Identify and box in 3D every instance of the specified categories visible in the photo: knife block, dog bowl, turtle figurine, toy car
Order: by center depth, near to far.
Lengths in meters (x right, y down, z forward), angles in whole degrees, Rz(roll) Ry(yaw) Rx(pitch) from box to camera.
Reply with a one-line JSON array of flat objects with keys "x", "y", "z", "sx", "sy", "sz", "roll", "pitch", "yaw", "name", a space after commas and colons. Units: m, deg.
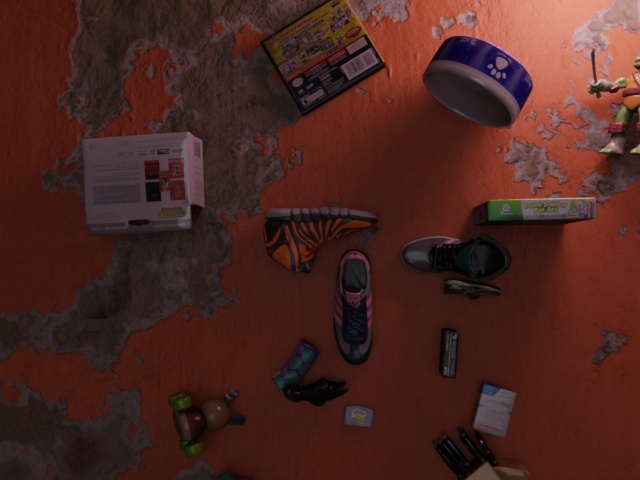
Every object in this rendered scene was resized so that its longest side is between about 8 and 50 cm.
[{"x": 0.780, "y": -0.355, "z": 1.520, "sx": 0.197, "sy": 0.274, "sz": 0.266, "roll": 6, "pitch": 97, "yaw": 21, "name": "turtle figurine"}, {"x": 0.402, "y": -0.404, "z": 1.538, "sx": 0.264, "sy": 0.265, "sz": 0.104, "roll": 30, "pitch": 88, "yaw": 7, "name": "dog bowl"}, {"x": 0.411, "y": 0.641, "z": 1.572, "sx": 0.242, "sy": 0.088, "sz": 0.276, "roll": 5, "pitch": 88, "yaw": 7, "name": "knife block"}, {"x": -0.307, "y": 0.484, "z": 1.656, "sx": 0.188, "sy": 0.149, "sz": 0.155, "roll": -14, "pitch": 89, "yaw": -24, "name": "toy car"}]

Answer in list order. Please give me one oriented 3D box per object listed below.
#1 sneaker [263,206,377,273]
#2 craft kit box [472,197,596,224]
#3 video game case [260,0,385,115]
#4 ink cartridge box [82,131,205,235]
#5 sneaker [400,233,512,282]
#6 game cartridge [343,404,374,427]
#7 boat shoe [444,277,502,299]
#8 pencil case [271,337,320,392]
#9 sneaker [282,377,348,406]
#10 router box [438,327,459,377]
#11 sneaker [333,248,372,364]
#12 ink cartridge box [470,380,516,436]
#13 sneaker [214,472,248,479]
[{"x": 0.000, "y": 0.000, "z": 1.644, "sx": 0.321, "sy": 0.124, "sz": 0.180, "roll": -1, "pitch": 91, "yaw": 17, "name": "sneaker"}, {"x": 0.530, "y": -0.070, "z": 1.517, "sx": 0.249, "sy": 0.246, "sz": 0.061, "roll": -1, "pitch": 86, "yaw": 7, "name": "craft kit box"}, {"x": 0.006, "y": -0.530, "z": 1.702, "sx": 0.274, "sy": 0.035, "sz": 0.248, "roll": -30, "pitch": 85, "yaw": 4, "name": "video game case"}, {"x": -0.494, "y": -0.152, "z": 1.686, "sx": 0.309, "sy": 0.130, "sz": 0.272, "roll": -2, "pitch": 88, "yaw": 6, "name": "ink cartridge box"}, {"x": 0.358, "y": 0.046, "z": 1.562, "sx": 0.295, "sy": 0.178, "sz": 0.124, "roll": 2, "pitch": 87, "yaw": 6, "name": "sneaker"}, {"x": 0.106, "y": 0.483, "z": 1.648, "sx": 0.083, "sy": 0.017, "sz": 0.056, "roll": 6, "pitch": 84, "yaw": 6, "name": "game cartridge"}, {"x": 0.410, "y": 0.136, "z": 1.618, "sx": 0.152, "sy": 0.056, "sz": 0.049, "roll": 10, "pitch": 93, "yaw": 16, "name": "boat shoe"}, {"x": -0.070, "y": 0.346, "z": 1.648, "sx": 0.070, "sy": 0.064, "sz": 0.152, "roll": 37, "pitch": 91, "yaw": -22, "name": "pencil case"}, {"x": -0.013, "y": 0.401, "z": 1.616, "sx": 0.170, "sy": 0.051, "sz": 0.089, "roll": 24, "pitch": 120, "yaw": -33, "name": "sneaker"}, {"x": 0.342, "y": 0.298, "z": 1.594, "sx": 0.038, "sy": 0.092, "sz": 0.123, "roll": 4, "pitch": 88, "yaw": 6, "name": "router box"}, {"x": 0.085, "y": 0.181, "z": 1.607, "sx": 0.112, "sy": 0.131, "sz": 0.319, "roll": -3, "pitch": 87, "yaw": 5, "name": "sneaker"}, {"x": 0.460, "y": 0.449, "z": 1.594, "sx": 0.088, "sy": 0.052, "sz": 0.123, "roll": 15, "pitch": 87, "yaw": 7, "name": "ink cartridge box"}, {"x": -0.149, "y": 0.718, "z": 1.622, "sx": 0.302, "sy": 0.108, "sz": 0.121, "roll": 42, "pitch": 91, "yaw": -2, "name": "sneaker"}]
